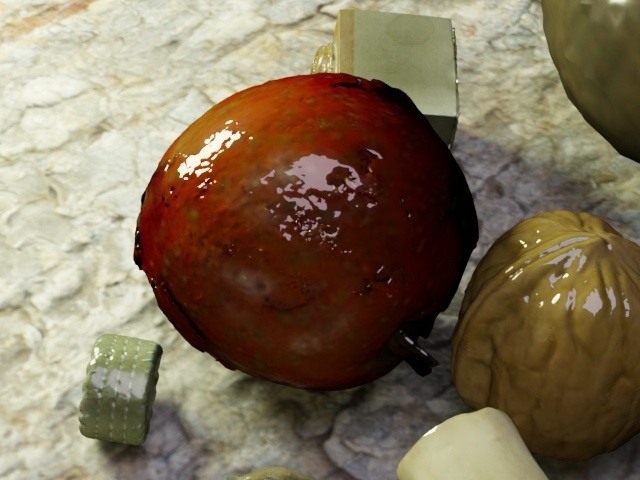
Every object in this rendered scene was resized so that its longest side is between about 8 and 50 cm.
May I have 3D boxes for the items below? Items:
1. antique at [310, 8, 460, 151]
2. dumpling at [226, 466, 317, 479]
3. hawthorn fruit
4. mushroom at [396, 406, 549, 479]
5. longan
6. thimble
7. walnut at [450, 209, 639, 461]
[{"bbox_3d":[0.061,-0.134,1.722,0.148,0.152,0.147,4,51,-6],"label":"antique"},{"bbox_3d":[0.013,0.268,1.422,0.332,0.086,0.166,34,57,16],"label":"dumpling"},{"bbox_3d":[-0.009,-0.014,1.531,0.316,0.316,0.316,3,50,-4],"label":"hawthorn fruit"},{"bbox_3d":[0.192,0.329,1.267,0.315,0.315,0.356,-24,25,-24],"label":"mushroom"},{"bbox_3d":[0.413,-0.238,1.725,0.391,0.391,0.391,3,50,-4],"label":"longan"},{"bbox_3d":[-0.179,0.131,1.515,0.062,0.084,0.110,9,37,0],"label":"thimble"},{"bbox_3d":[0.223,0.082,1.510,0.228,0.228,0.228,3,50,-4],"label":"walnut"}]
